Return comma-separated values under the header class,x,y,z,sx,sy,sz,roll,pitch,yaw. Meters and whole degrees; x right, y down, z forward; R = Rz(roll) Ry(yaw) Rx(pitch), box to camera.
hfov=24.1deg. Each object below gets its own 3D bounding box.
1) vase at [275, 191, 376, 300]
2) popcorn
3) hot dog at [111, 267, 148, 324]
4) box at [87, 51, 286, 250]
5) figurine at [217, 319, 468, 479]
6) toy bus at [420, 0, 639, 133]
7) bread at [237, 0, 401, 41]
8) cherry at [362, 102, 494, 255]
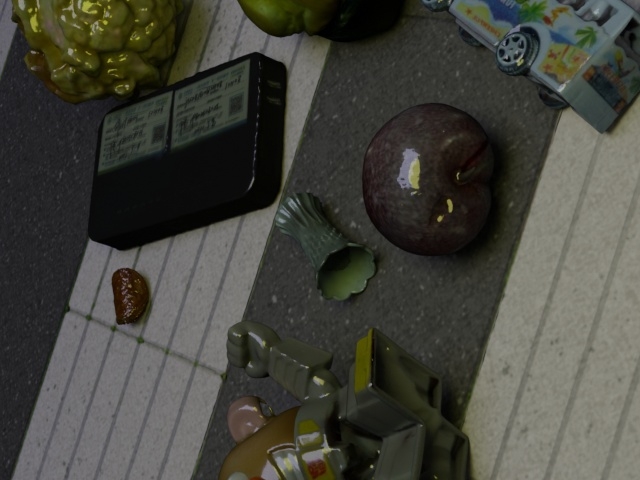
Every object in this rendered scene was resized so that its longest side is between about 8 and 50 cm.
class,x,y,z,sx,sy,sz,roll,pitch,yaw
vase,0.000,0.000,1.806,0.081,0.081,0.149,-56,40,16
popcorn,-0.318,-0.299,2.130,0.259,0.259,0.212,-18,83,42
hot dog,-0.267,0.078,2.086,0.058,0.035,0.083,-33,54,34
box,-0.186,-0.118,2.058,0.350,0.058,0.211,-14,64,43
figurine,0.007,0.244,1.636,0.285,0.167,0.343,-26,62,35
toy bus,0.223,-0.252,1.639,0.136,0.109,0.330,-50,45,9
bread,0.011,-0.433,1.864,0.251,0.208,0.377,16,92,53
cherry,0.113,-0.070,1.660,0.176,0.140,0.176,-7,82,56
